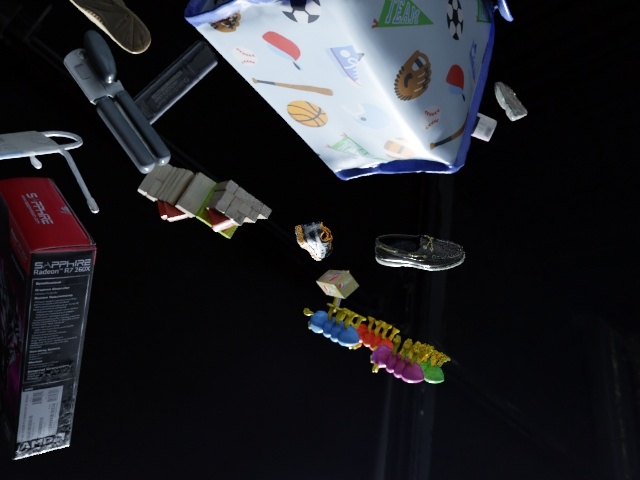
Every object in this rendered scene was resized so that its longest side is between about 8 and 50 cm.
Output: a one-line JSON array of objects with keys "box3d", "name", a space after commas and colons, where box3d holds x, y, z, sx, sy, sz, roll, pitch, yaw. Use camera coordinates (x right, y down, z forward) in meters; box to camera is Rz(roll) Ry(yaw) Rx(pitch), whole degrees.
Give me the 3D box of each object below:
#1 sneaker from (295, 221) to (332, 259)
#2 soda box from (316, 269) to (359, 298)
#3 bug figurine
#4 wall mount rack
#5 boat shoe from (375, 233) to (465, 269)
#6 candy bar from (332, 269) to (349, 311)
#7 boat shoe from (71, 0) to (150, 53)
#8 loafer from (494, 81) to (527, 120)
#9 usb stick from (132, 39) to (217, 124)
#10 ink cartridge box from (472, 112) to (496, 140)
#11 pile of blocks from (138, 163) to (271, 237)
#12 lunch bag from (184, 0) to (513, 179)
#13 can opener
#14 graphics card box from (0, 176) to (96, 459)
[{"box3d": [0.000, 0.000, 1.709, 0.215, 0.083, 0.084, 34, -142, -67], "name": "sneaker"}, {"box3d": [0.050, 0.132, 1.784, 0.061, 0.181, 0.058, -40, -79, -14], "name": "soda box"}, {"box3d": [0.100, 0.179, 0.981, 0.072, 0.216, 0.279, -65, -29, -3], "name": "bug figurine"}, {"box3d": [-0.714, -0.163, 1.391, 0.350, 0.304, 0.130, -22, -47, -48], "name": "wall mount rack"}, {"box3d": [0.252, 0.024, 1.471, 0.069, 0.227, 0.081, 79, -164, -45], "name": "boat shoe"}, {"box3d": [0.071, 0.183, 2.094, 0.040, 0.018, 0.161, 3, -76, -52], "name": "candy bar"}, {"box3d": [-0.619, -0.665, 1.603, 0.121, 0.110, 0.341, -42, -59, -9], "name": "boat shoe"}, {"box3d": [0.470, -0.347, 1.433, 0.045, 0.039, 0.125, 79, 177, -56], "name": "loafer"}, {"box3d": [-0.368, -0.380, 1.420, 0.278, 0.045, 0.077, -46, -53, -9], "name": "usb stick"}, {"box3d": [0.284, -0.373, 1.591, 0.175, 0.371, 0.069, 4, -65, -47], "name": "ink cartridge box"}, {"box3d": [-0.264, -0.071, 1.236, 0.113, 0.362, 0.149, -59, -41, -12], "name": "pile of blocks"}, {"box3d": [0.079, -0.320, 0.699, 0.328, 0.239, 0.385, 43, -122, -46], "name": "lunch bag"}, {"box3d": [-0.386, -0.259, 1.098, 0.074, 0.093, 0.280, -34, -89, -31], "name": "can opener"}, {"box3d": [-0.446, 0.116, 0.899, 0.094, 0.233, 0.371, -5, -58, -40], "name": "graphics card box"}]
